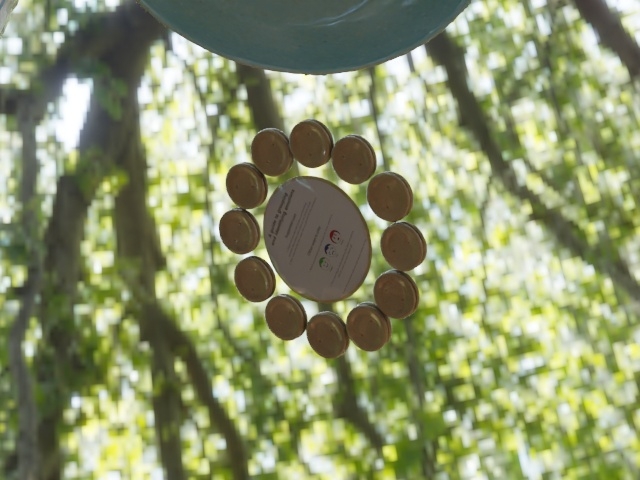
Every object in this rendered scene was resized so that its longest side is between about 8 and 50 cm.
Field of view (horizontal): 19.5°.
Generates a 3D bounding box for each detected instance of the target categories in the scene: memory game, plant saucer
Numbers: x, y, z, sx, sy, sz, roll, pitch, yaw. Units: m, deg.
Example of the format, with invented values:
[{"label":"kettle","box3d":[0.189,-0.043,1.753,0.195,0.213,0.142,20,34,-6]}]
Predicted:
[{"label":"memory game","box3d":[0.000,0.000,1.387,0.012,0.186,0.186,-26,-19,-51]},{"label":"plant saucer","box3d":[-0.015,-0.157,0.846,0.195,0.195,0.037,2,-19,-12]}]

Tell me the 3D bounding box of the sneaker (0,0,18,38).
[{"label":"sneaker","box3d":[-0.208,-0.095,0.565,0.237,0.086,0.085,19,-41,14]}]
